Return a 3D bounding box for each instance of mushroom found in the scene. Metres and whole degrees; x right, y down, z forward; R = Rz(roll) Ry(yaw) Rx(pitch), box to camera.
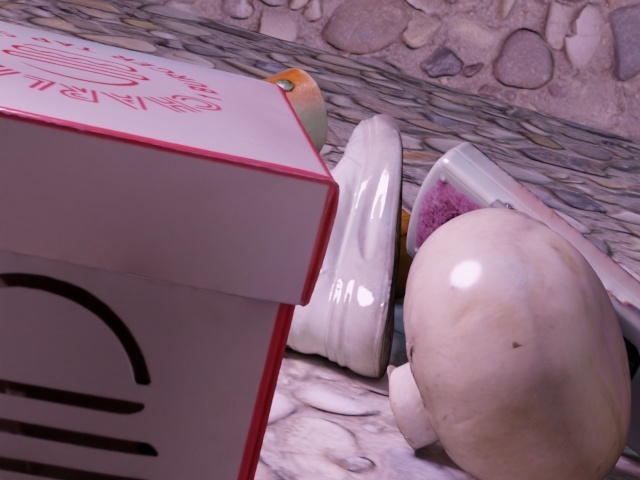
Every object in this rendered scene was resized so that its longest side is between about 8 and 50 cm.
[{"bbox_3d":[0.146,0.103,1.454,0.246,0.202,0.246,44,30,-33],"label":"mushroom"}]

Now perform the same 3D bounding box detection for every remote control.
[{"bbox_3d":[0.219,0.060,1.588,0.344,0.145,0.050,42,53,19],"label":"remote control"}]

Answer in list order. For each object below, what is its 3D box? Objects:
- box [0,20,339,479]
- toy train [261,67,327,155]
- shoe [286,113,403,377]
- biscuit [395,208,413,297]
[{"bbox_3d":[-0.187,0.034,1.130,0.314,0.300,0.312,11,14,-10],"label":"box"},{"bbox_3d":[-0.108,-0.066,1.739,0.285,0.177,0.116,-25,51,-34],"label":"toy train"},{"bbox_3d":[0.000,0.000,1.717,0.159,0.124,0.316,0,43,3],"label":"shoe"},{"bbox_3d":[-0.025,-0.023,1.963,0.296,0.102,0.296,16,14,-4],"label":"biscuit"}]
